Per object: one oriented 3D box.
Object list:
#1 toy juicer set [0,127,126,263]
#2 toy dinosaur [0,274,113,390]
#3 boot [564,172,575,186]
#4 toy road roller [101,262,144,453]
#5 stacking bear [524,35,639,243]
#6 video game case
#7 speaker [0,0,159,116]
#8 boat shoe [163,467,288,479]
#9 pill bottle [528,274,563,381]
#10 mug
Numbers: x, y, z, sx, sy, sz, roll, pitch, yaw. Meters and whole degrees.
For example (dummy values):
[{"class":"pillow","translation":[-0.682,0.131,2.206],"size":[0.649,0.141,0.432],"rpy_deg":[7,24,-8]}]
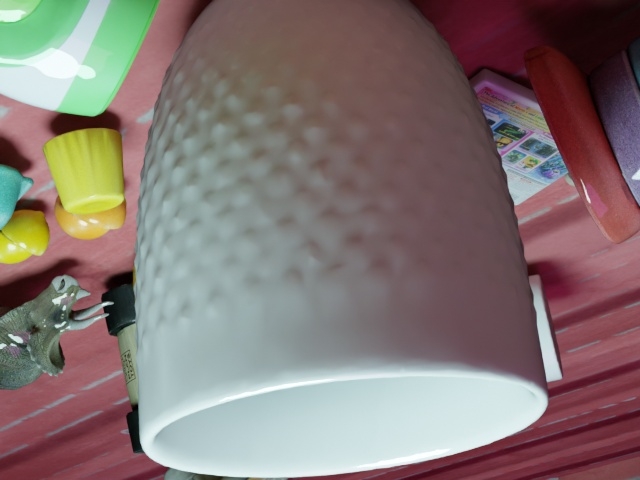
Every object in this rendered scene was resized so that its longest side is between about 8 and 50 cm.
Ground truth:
[{"class":"toy juicer set","translation":[-0.336,-0.030,0.988],"size":[0.329,0.089,0.209],"rpy_deg":[-13,170,-6]},{"class":"toy dinosaur","translation":[-0.384,0.131,1.263],"size":[0.160,0.121,0.313],"rpy_deg":[31,142,-16]},{"class":"boot","translation":[0.277,-0.077,1.086],"size":[0.118,0.042,0.087],"rpy_deg":[16,160,-21]},{"class":"toy road roller","translation":[-0.091,0.106,1.221],"size":[0.241,0.202,0.329],"rpy_deg":[-7,165,-30]},{"class":"stacking bear","translation":[0.332,-0.122,0.824],"size":[0.289,0.164,0.175],"rpy_deg":[-23,168,22]},{"class":"video game case","translation":[0.171,-0.093,1.011],"size":[0.157,0.019,0.143],"rpy_deg":[20,147,-25]},{"class":"speaker","translation":[-0.232,-0.172,0.550],"size":[0.297,0.131,0.131],"rpy_deg":[23,146,-20]},{"class":"boat shoe","translation":[-0.079,0.250,1.290],"size":[0.112,0.095,0.335],"rpy_deg":[-61,169,15]},{"class":"pill bottle","translation":[0.158,0.136,1.384],"size":[0.283,0.161,0.161],"rpy_deg":[-13,156,14]},{"class":"mug","translation":[0.000,0.000,0.826],"size":[0.276,0.328,0.374],"rpy_deg":[-4,157,-4]}]
